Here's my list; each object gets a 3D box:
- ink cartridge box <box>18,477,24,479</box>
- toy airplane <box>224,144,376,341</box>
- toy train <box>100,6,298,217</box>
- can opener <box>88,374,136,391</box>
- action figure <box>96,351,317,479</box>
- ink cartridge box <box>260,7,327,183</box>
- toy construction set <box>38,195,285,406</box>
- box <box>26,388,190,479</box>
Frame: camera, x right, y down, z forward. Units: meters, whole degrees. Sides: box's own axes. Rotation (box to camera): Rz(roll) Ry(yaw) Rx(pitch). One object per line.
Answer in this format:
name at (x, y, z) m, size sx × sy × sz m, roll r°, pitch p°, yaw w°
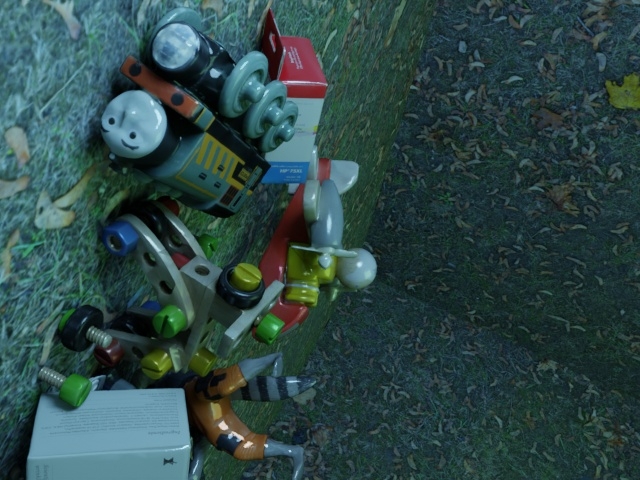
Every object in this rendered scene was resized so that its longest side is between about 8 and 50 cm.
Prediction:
ink cartridge box at (-0.420, 0.388, 0.612) m, size 0.371 × 0.069 × 0.175 m, roll -34°, pitch 132°, yaw -67°
toy airplane at (0.000, 0.000, 1.392) m, size 0.386 × 0.273 × 0.384 m, roll -48°, pitch 160°, yaw -59°
toy train at (-0.136, -0.134, 0.793) m, size 0.190 × 0.142 × 0.334 m, roll -56°, pitch 170°, yaw 1°
can opener at (-0.338, 0.306, 0.914) m, size 0.280 × 0.093 × 0.074 m, roll -64°, pitch 171°, yaw 19°
action figure at (-0.176, 0.290, 1.045) m, size 0.178 × 0.330 × 0.341 m, roll -59°, pitch 142°, yaw -49°
ink cartridge box at (-0.051, -0.215, 1.009) m, size 0.231 × 0.078 × 0.134 m, roll 106°, pitch -24°, yaw -43°
toy construction set at (-0.156, 0.093, 0.896) m, size 0.257 × 0.237 × 0.309 m, roll -67°, pitch 170°, yaw 10°
box at (-0.261, 0.294, 0.831) m, size 0.119 × 0.182 × 0.180 m, roll -122°, pitch -143°, yaw -61°
